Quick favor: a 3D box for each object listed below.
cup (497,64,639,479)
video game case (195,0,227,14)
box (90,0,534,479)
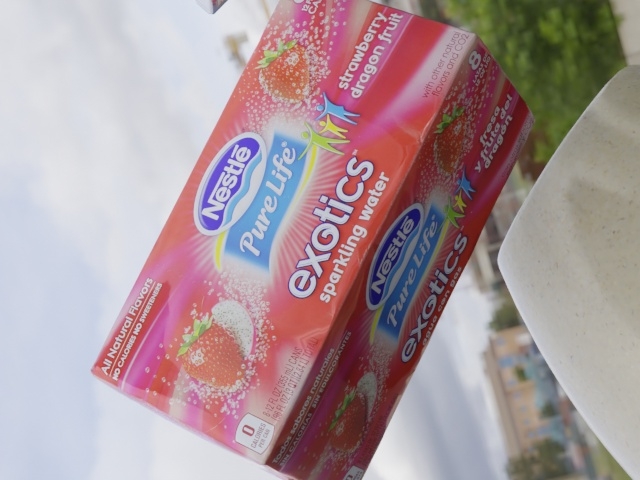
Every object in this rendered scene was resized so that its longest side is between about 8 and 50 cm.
[{"bbox_3d":[0.265,0.011,0.997,0.237,0.331,0.331,35,-179,13],"label":"cup"},{"bbox_3d":[-0.020,-0.187,0.712,0.015,0.119,0.166,41,167,8],"label":"video game case"},{"bbox_3d":[0.000,0.000,0.823,0.257,0.128,0.122,-63,-30,-7],"label":"box"}]
